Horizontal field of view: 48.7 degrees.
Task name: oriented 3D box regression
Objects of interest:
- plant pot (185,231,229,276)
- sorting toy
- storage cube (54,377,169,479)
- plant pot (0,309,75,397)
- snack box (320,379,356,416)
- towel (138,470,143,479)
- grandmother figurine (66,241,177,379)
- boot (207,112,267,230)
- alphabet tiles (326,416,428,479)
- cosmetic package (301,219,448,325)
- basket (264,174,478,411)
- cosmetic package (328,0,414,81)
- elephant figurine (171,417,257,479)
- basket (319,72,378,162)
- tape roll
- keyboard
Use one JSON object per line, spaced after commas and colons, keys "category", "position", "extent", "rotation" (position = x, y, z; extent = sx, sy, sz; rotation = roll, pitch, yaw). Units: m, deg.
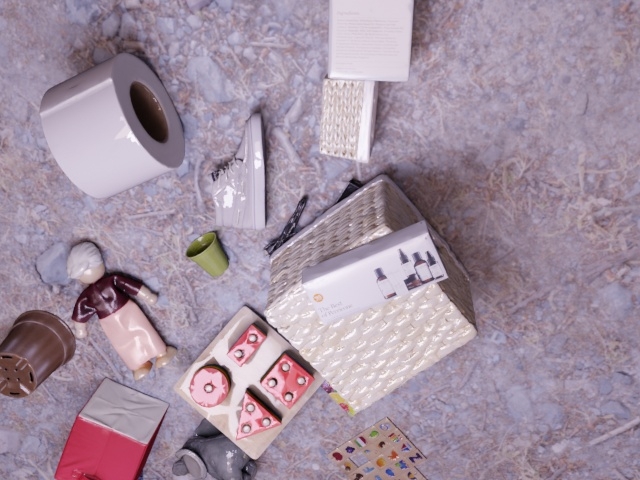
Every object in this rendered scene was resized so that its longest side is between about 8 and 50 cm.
{"category": "plant pot", "position": [-0.247, 0.038, 1.584], "extent": [0.083, 0.083, 0.079], "rotation": [-25, 119, 17]}
{"category": "sorting toy", "position": [-0.162, 0.329, 1.613], "extent": [0.257, 0.089, 0.255], "rotation": [41, 87, -1]}
{"category": "storage cube", "position": [-0.507, 0.490, 1.735], "extent": [0.183, 0.215, 0.193], "rotation": [24, 108, -3]}
{"category": "plant pot", "position": [-0.700, 0.278, 1.692], "extent": [0.166, 0.165, 0.167], "rotation": [2, 112, 6]}
{"category": "snack box", "position": [0.065, 0.341, 1.689], "extent": [0.100, 0.037, 0.141], "rotation": [-40, 103, 19]}
{"category": "towel", "position": [-0.516, 0.615, 1.843], "extent": [0.067, 0.119, 0.029], "rotation": [-8, 72, 13]}
{"category": "grandmother figurine", "position": [-0.487, 0.161, 1.657], "extent": [0.207, 0.104, 0.343], "rotation": [-30, 105, -11]}
{"category": "boot", "position": [-0.176, -0.140, 1.482], "extent": [0.123, 0.095, 0.258], "rotation": [1, 114, -1]}
{"category": "alphabet tiles", "position": [0.166, 0.574, 1.792], "extent": [0.198, 0.009, 0.237], "rotation": [-38, 104, 20]}
{"category": "cosmetic package", "position": [0.094, 0.059, 1.243], "extent": [0.239, 0.060, 0.099], "rotation": [-23, 111, 12]}
{"category": "basket", "position": [0.106, 0.106, 1.444], "extent": [0.331, 0.266, 0.328], "rotation": [-36, 108, 16]}
{"category": "cosmetic package", "position": [0.096, -0.401, 1.307], "extent": [0.151, 0.151, 0.184], "rotation": [4, 115, 5]}
{"category": "elephant figurine", "position": [-0.286, 0.535, 1.765], "extent": [0.239, 0.169, 0.186], "rotation": [10, 86, 20]}
{"category": "basket", "position": [0.056, -0.250, 1.398], "extent": [0.103, 0.113, 0.167], "rotation": [6, 113, 7]}
{"category": "tape roll", "position": [-0.403, -0.224, 1.397], "extent": [0.169, 0.246, 0.246], "rotation": [-21, 109, 16]}
{"category": "keyboard", "position": [0.000, 0.000, 1.557], "extent": [0.201, 0.033, 0.317], "rotation": [28, 113, -12]}
